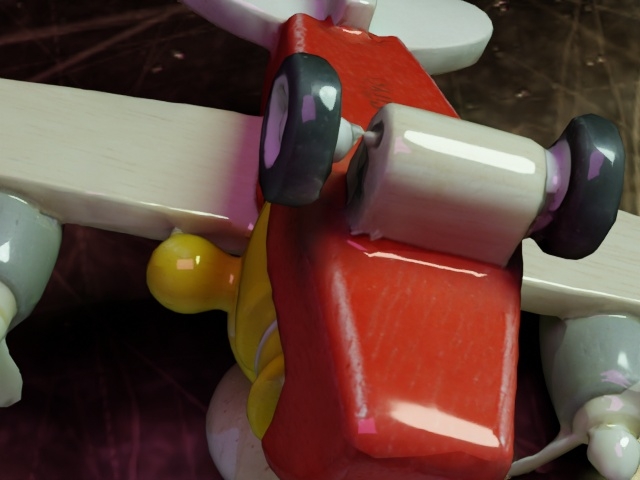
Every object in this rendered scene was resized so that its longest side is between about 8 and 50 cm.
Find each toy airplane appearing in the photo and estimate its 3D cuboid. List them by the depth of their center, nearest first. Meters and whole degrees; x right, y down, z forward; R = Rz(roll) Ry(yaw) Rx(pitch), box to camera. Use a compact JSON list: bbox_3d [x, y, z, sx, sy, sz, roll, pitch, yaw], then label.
[{"bbox_3d":[0.000,0.000,0.809,0.386,0.272,0.384,28,25,28],"label":"toy airplane"}]
